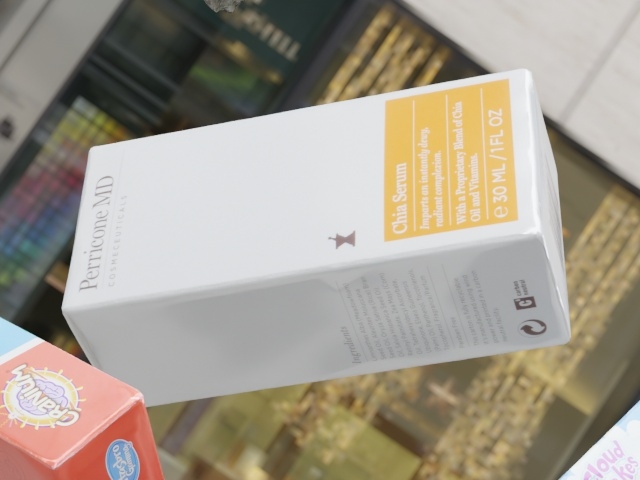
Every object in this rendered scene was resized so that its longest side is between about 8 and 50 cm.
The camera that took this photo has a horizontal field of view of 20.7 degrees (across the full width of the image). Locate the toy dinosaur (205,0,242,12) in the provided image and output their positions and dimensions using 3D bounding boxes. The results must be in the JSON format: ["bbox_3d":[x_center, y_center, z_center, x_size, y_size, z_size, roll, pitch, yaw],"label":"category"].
[{"bbox_3d":[-0.066,-0.210,0.986,0.118,0.064,0.268,58,18,-21],"label":"toy dinosaur"}]

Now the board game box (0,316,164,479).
[{"bbox_3d":[-0.178,0.172,1.017,0.242,0.064,0.316,23,-41,34],"label":"board game box"}]

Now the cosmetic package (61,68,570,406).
[{"bbox_3d":[0.000,0.000,1.695,0.453,0.230,0.161,-10,-44,12],"label":"cosmetic package"}]

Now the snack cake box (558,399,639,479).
[{"bbox_3d":[0.231,0.249,1.529,0.089,0.152,0.264,47,-33,13],"label":"snack cake box"}]
